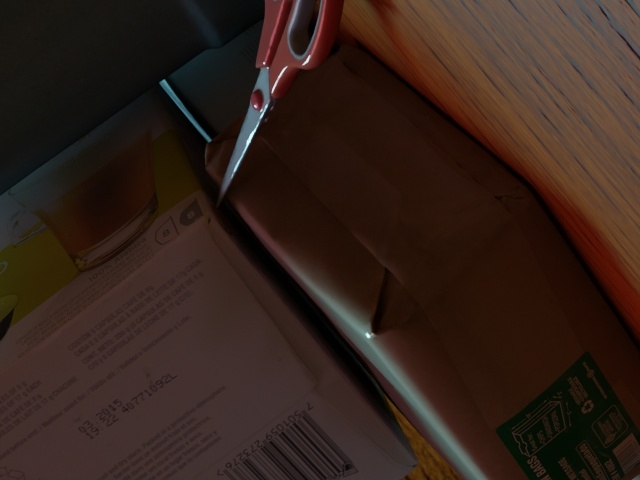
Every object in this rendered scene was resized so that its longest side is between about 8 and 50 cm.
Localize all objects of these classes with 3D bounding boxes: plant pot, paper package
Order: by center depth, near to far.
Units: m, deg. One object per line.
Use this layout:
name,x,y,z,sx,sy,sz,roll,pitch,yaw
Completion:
paper package,0.100,0.048,1.539,0.325,0.168,0.309,53,176,-39
plant pot,-0.246,-0.223,1.617,0.341,0.334,0.341,49,178,3

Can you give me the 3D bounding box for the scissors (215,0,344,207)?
scissors,-0.035,-0.107,1.397,0.109,0.021,0.297,55,143,38

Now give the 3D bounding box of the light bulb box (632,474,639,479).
light bulb box,0.347,0.429,2.189,0.358,0.225,0.361,47,175,34

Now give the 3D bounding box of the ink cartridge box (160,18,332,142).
ink cartridge box,-0.054,-0.133,1.868,0.309,0.130,0.272,48,176,35

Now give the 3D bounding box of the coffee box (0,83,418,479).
coffee box,-0.174,0.106,1.733,0.338,0.338,0.334,51,-174,-33

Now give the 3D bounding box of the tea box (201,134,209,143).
tea box,-0.157,-0.142,2.423,0.323,0.220,0.329,52,176,-33
